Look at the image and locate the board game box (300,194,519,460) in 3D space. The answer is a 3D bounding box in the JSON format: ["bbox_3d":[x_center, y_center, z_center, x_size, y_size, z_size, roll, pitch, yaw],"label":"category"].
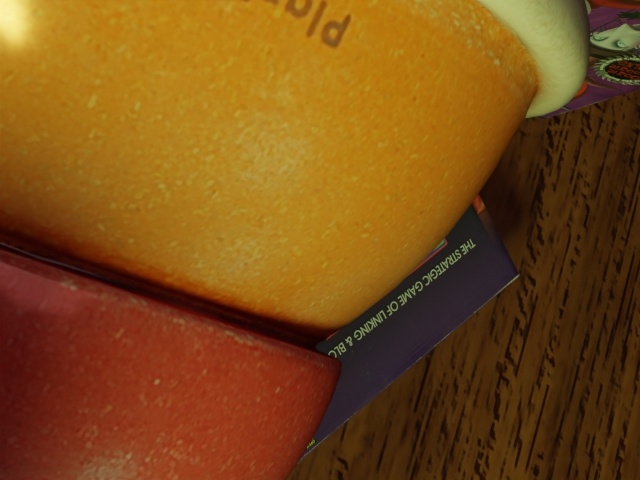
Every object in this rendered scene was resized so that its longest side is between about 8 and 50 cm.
[{"bbox_3d":[0.000,0.000,0.773,0.170,0.048,0.141,-37,103,-36],"label":"board game box"}]

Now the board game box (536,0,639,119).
[{"bbox_3d":[0.050,-0.145,0.738,0.347,0.208,0.056,18,74,-34],"label":"board game box"}]

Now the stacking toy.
[{"bbox_3d":[-0.149,0.069,0.531,0.350,0.350,0.480,24,85,-33],"label":"stacking toy"}]
